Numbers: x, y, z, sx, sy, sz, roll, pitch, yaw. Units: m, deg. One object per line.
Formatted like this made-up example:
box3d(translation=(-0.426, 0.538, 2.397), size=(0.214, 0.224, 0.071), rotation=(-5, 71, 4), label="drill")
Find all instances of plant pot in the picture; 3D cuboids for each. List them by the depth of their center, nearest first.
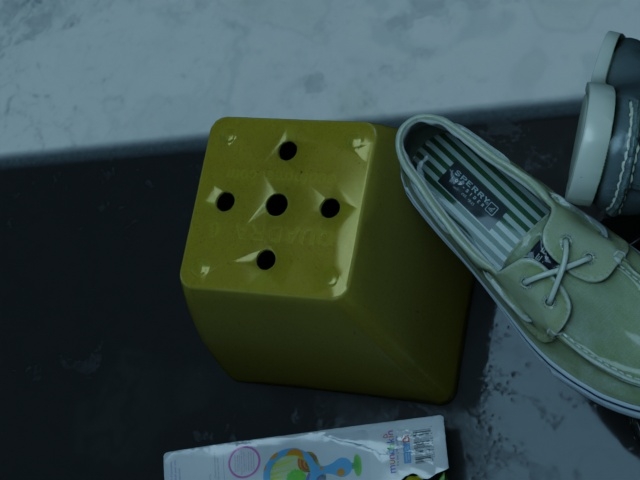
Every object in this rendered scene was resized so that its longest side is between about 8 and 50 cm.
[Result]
box3d(translation=(0.000, 0.000, 1.259), size=(0.212, 0.187, 0.212), rotation=(4, 73, 23), label="plant pot")

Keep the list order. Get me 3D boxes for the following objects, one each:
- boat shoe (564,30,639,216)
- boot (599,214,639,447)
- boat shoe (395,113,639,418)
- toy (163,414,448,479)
box3d(translation=(0.243, -0.083, 1.151), size=(0.099, 0.319, 0.116), rotation=(12, 107, 10), label="boat shoe")
box3d(translation=(0.362, 0.051, 1.124), size=(0.348, 0.131, 0.260), rotation=(-34, 60, 13), label="boot")
box3d(translation=(0.159, 0.020, 1.101), size=(0.302, 0.094, 0.109), rotation=(41, 95, 26), label="boat shoe")
box3d(translation=(-0.006, 0.228, 1.256), size=(0.237, 0.056, 0.137), rotation=(-11, 64, 13), label="toy")
